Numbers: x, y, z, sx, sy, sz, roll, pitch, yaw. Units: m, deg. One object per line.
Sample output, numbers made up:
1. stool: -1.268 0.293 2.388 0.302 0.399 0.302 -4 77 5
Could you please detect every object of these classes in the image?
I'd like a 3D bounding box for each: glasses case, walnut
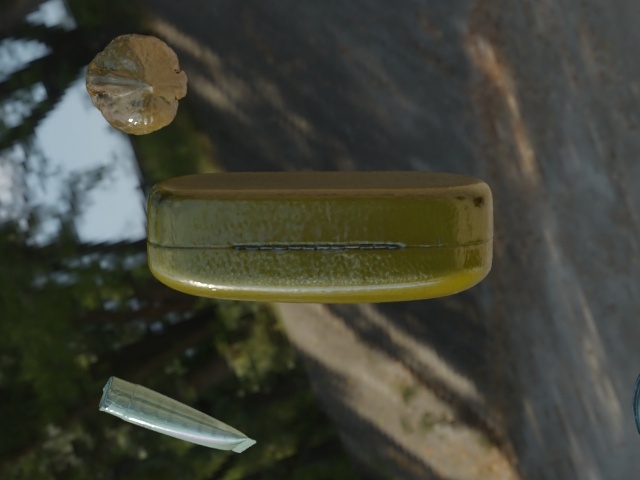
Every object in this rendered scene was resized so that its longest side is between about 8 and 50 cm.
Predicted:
1. glasses case: 0.000 0.000 1.794 0.173 0.371 0.141 -76 -14 -78
2. walnut: -0.280 -0.239 2.530 0.184 0.155 0.155 10 122 66

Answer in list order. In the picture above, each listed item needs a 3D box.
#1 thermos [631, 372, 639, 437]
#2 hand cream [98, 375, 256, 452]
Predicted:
1. thermos: 0.421 0.126 1.671 0.145 0.182 0.286 33 -158 14
2. hand cream: -0.187 0.234 2.151 0.078 0.205 0.050 135 155 -62
